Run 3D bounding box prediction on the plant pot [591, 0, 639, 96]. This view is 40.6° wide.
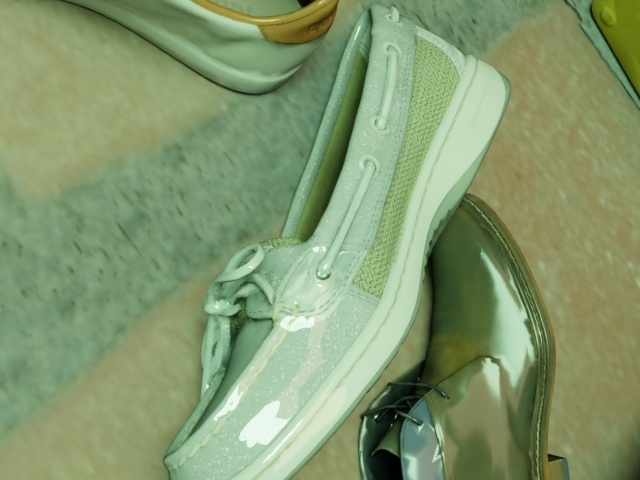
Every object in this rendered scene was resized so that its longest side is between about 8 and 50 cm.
[{"bbox_3d":[0.330,-0.172,0.618,0.187,0.212,0.212,-31,92,-14],"label":"plant pot"}]

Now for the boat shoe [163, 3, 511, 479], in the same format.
[{"bbox_3d":[0.002,-0.002,0.466,0.103,0.118,0.320,35,61,-7],"label":"boat shoe"}]

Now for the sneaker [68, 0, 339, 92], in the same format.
[{"bbox_3d":[-0.118,-0.181,0.444,0.290,0.123,0.106,20,72,-19],"label":"sneaker"}]

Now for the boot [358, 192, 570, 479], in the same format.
[{"bbox_3d":[0.073,0.083,0.493,0.106,0.082,0.219,-8,83,-29],"label":"boot"}]
